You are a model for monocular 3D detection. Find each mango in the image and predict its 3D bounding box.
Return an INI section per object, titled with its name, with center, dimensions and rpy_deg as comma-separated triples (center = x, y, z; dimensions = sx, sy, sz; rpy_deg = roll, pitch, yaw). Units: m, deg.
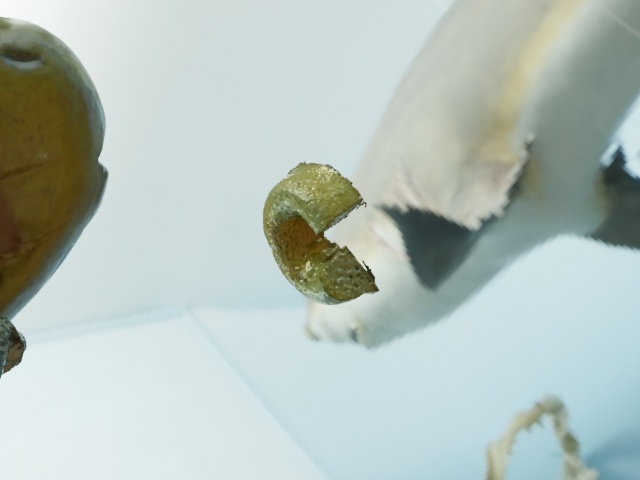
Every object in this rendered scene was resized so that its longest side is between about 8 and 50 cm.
[mango]
center = -0.333, -0.028, 1.308
dimensions = 0.253, 0.182, 0.365
rpy_deg = 26, -87, -35

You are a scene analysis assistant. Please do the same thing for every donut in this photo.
[donut]
center = -0.008, -0.005, 1.757
dimensions = 0.078, 0.146, 0.181
rpy_deg = -37, -47, -31

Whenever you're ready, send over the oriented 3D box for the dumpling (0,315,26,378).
[dumpling]
center = -0.341, 0.111, 1.108
dimensions = 0.332, 0.086, 0.166
rpy_deg = 26, -94, -56
